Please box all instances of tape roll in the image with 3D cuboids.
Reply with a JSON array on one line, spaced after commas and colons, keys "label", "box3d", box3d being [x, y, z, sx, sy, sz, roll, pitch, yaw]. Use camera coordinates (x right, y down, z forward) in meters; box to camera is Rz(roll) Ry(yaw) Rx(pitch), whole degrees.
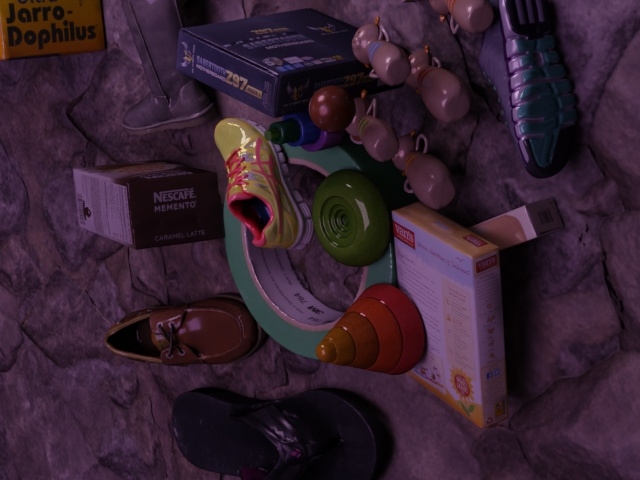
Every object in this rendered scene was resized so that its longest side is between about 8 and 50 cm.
[{"label": "tape roll", "box3d": [0.000, 0.000, 1.738, 0.321, 0.077, 0.321, 14, 111, 41]}]

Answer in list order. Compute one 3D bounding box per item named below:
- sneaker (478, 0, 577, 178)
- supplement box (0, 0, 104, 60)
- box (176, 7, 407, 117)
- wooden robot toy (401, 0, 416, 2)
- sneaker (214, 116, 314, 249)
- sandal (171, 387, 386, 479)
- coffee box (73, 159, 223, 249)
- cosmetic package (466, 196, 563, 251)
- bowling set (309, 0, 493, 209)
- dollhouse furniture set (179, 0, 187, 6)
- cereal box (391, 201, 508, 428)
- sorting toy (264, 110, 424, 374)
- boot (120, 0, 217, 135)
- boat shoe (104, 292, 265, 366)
[{"label": "sneaker", "box3d": [0.231, -0.179, 1.473, 0.098, 0.083, 0.223, -11, 86, 63]}, {"label": "supplement box", "box3d": [-0.541, -0.393, 2.079, 0.357, 0.194, 0.195, 6, 105, 44]}, {"label": "box", "box3d": [-0.035, -0.227, 1.596, 0.183, 0.233, 0.059, 29, 123, 37]}, {"label": "wooden robot toy", "box3d": [0.077, -0.374, 1.554, 0.076, 0.079, 0.173, -3, 99, 45]}, {"label": "sneaker", "box3d": [-0.091, -0.076, 1.685, 0.208, 0.094, 0.081, 58, 135, 18]}, {"label": "sandal", "box3d": [-0.086, 0.308, 1.886, 0.446, 0.107, 0.167, -5, 97, 45]}, {"label": "coffee box", "box3d": [-0.257, -0.057, 1.884, 0.246, 0.141, 0.098, 15, 112, 60]}, {"label": "cosmetic package", "box3d": [0.225, -0.012, 1.523, 0.115, 0.060, 0.041, -24, 84, 47]}, {"label": "bowling set", "box3d": [0.074, -0.187, 1.508, 0.154, 0.200, 0.287, -122, 40, -59]}, {"label": "dollhouse furniture set", "box3d": [-0.191, -0.411, 1.861, 0.114, 0.091, 0.081, -24, 41, 24]}, {"label": "cereal box", "box3d": [0.159, 0.090, 1.565, 0.173, 0.047, 0.240, 35, 137, 53]}, {"label": "sorting toy", "box3d": [0.008, 0.007, 1.586, 0.127, 0.126, 0.365, -18, 89, 49]}, {"label": "boot", "box3d": [-0.252, -0.265, 1.877, 0.190, 0.076, 0.208, -7, 120, 33]}, {"label": "boat shoe", "box3d": [-0.214, 0.151, 1.971, 0.307, 0.104, 0.110, -12, 92, 46]}]
